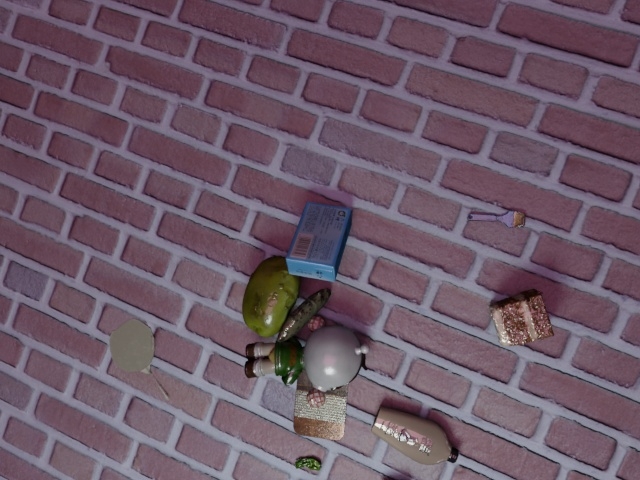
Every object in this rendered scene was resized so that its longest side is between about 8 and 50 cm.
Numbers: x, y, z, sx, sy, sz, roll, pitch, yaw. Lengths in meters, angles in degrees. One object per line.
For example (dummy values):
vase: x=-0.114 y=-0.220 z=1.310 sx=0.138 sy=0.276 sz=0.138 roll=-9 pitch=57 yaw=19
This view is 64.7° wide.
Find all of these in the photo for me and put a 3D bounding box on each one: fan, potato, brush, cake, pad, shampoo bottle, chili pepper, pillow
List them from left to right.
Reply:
fan: x=-0.599 y=0.414 z=1.710 sx=0.182 sy=0.010 sz=0.310 roll=-39 pitch=79 yaw=9
potato: x=-0.150 y=0.165 z=1.533 sx=0.149 sy=0.186 sz=0.253 roll=18 pitch=60 yaw=-21
pad: x=-0.080 y=0.491 z=1.579 sx=0.324 sy=0.055 sz=0.249 roll=4 pitch=90 yaw=-6
pillow: x=-0.043 y=0.209 z=1.500 sx=0.051 sy=0.093 sz=0.241 roll=37 pitch=56 yaw=19
chili pepper: x=-0.039 y=0.699 z=1.579 sx=0.091 sy=0.030 sz=0.034 roll=-1 pitch=113 yaw=14
shampoo bottle: x=0.281 y=0.582 z=1.491 sx=0.257 sy=0.078 sz=0.127 roll=22 pitch=89 yaw=9
brush: x=0.518 y=-0.065 z=1.492 sx=0.164 sy=0.014 sz=0.051 roll=3 pitch=88 yaw=13
cake: x=0.557 y=0.217 z=1.419 sx=0.147 sy=0.135 sz=0.134 roll=-15 pitch=86 yaw=16

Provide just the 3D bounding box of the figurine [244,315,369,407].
figurine: x=-0.037 y=0.346 z=1.495 sx=0.371 sy=0.167 sz=0.281 roll=-4 pitch=58 yaw=7

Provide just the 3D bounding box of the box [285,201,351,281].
box: x=0.000 y=0.000 z=1.504 sx=0.143 sy=0.083 sz=0.232 roll=9 pitch=51 yaw=12
